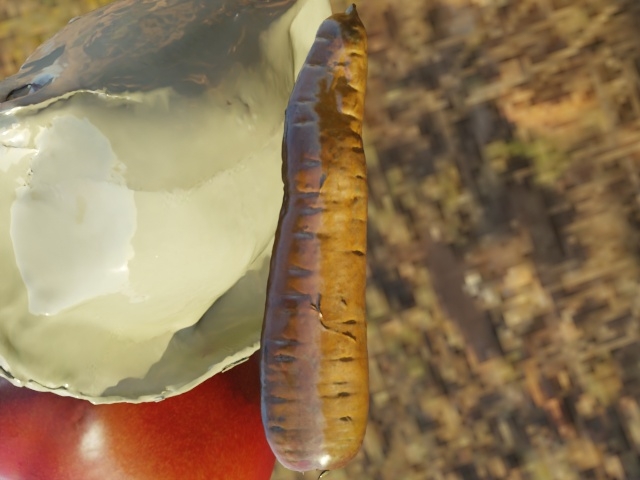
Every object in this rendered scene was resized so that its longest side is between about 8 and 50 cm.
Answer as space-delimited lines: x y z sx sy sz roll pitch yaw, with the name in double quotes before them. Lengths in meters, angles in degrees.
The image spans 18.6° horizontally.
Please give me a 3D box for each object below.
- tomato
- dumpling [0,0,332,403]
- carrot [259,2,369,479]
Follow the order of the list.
"tomato" -0.160 0.120 1.531 0.298 0.226 0.298 33 167 8
"dumpling" -0.101 -0.035 1.315 0.341 0.181 0.260 -47 -53 -58
"carrot" 0.000 0.000 1.009 0.059 0.059 0.248 -175 88 -74
